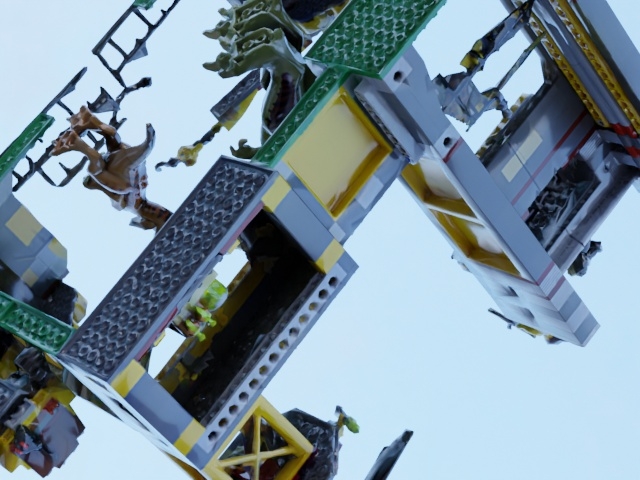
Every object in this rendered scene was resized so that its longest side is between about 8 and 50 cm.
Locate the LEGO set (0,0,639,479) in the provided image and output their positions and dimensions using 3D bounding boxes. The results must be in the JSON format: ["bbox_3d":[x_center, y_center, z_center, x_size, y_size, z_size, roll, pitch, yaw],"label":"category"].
[{"bbox_3d":[0.000,0.000,0.714,0.255,0.192,0.331,9,-123,48],"label":"LEGO set"}]
